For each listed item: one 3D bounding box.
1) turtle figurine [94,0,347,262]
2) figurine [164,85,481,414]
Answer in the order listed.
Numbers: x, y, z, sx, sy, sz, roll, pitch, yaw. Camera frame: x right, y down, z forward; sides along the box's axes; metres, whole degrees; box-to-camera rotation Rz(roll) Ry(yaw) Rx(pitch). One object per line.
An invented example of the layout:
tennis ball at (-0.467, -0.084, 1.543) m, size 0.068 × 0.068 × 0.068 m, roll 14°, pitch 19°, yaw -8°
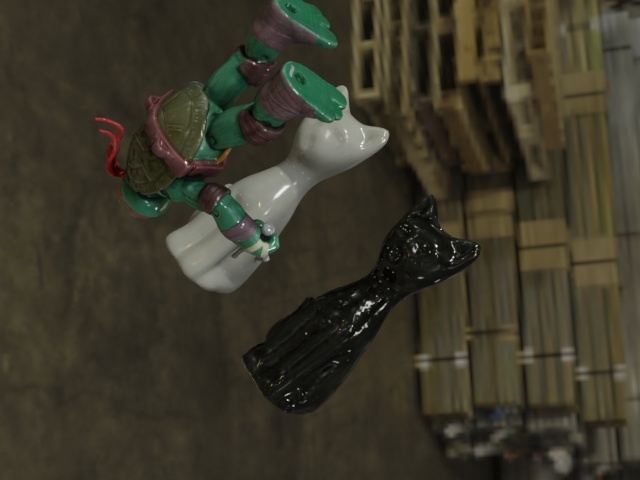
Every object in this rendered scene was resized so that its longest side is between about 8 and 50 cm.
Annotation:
turtle figurine at (-0.080, -0.069, 0.967) m, size 0.118 × 0.234 × 0.175 m, roll 6°, pitch 54°, yaw -44°
figurine at (0.000, 0.000, 1.097) m, size 0.215 × 0.209 × 0.092 m, roll 54°, pitch 14°, yaw 22°
